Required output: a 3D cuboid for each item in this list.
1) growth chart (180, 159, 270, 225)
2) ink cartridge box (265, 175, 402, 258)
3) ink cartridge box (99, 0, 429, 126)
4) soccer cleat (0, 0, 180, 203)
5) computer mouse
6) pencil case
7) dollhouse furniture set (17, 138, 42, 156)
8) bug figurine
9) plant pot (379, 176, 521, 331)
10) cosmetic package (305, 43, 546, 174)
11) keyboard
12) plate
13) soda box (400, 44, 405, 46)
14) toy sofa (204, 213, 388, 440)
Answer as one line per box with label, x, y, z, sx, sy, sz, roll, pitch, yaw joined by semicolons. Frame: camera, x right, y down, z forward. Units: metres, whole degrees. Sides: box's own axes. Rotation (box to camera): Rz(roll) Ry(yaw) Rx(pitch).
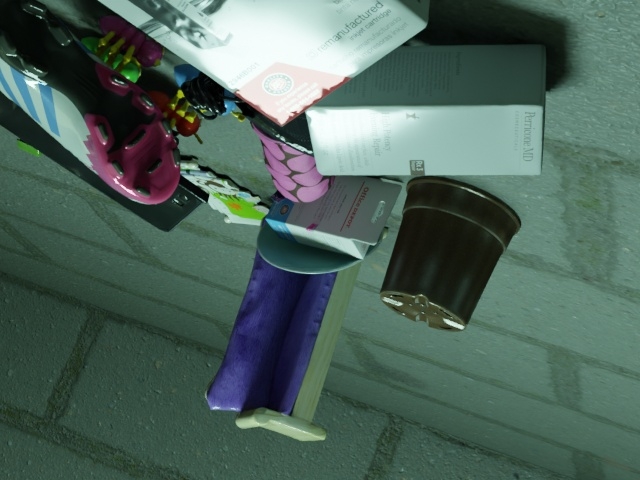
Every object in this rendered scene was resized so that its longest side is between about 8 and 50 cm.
growth chart;-0.176;-0.081;1.955;0.172;0.021;0.237;3;155;48
ink cartridge box;0.027;-0.040;1.646;0.181;0.104;0.061;14;157;29
ink cartridge box;-0.066;-0.248;0.991;0.273;0.114;0.197;33;136;-29
soccer cleat;-0.304;-0.176;1.430;0.143;0.116;0.331;8;145;51
computer mouse;-0.019;-0.144;1.320;0.272;0.188;0.072;15;120;-2
pencil case;-0.039;-0.123;1.517;0.098;0.095;0.209;35;165;17
dollhouse furniture set;-0.392;-0.195;1.594;0.076;0.058;0.152;25;135;12
bug figurine;-0.214;-0.208;1.511;0.216;0.072;0.279;35;166;-16
plant pot;0.167;0.025;1.565;0.167;0.165;0.167;20;163;6
cosmetic package;0.107;-0.128;1.155;0.231;0.086;0.117;1;147;11
keyboard;-0.286;-0.138;1.560;0.317;0.033;0.201;34;140;-20
plate;0.000;0.000;1.700;0.188;0.188;0.024;14;130;28
soda box;-0.006;-0.220;1.193;0.216;0.069;0.074;35;160;-35
toy sofa;-0.040;0.122;1.804;0.177;0.363;0.150;21;165;-12
